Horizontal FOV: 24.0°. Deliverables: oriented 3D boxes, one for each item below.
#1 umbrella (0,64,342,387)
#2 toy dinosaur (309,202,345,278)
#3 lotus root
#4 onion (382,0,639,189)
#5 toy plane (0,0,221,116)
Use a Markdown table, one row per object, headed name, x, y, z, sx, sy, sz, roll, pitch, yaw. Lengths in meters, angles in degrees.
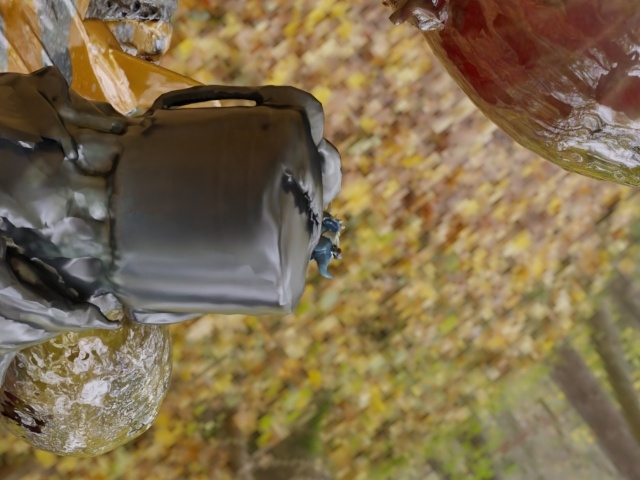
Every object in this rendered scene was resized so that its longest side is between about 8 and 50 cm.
| name | x | y | z | sx | sy | sz | roll | pitch | yaw |
| --- | --- | --- | --- | --- | --- | --- | --- | --- | --- |
| umbrella | -0.170 | 0.010 | 0.392 | 0.128 | 0.337 | 0.154 | -80 | 180 | -59 |
| toy dinosaur | 0.000 | 0.000 | 1.450 | 0.047 | 0.083 | 0.030 | -3 | 142 | 14 |
| lotus root | -0.189 | 0.065 | 1.084 | 0.141 | 0.169 | 0.314 | -39 | 162 | -19 |
| onion | 0.180 | -0.192 | 0.728 | 0.354 | 0.353 | 0.353 | -35 | 166 | -10 |
| toy plane | -0.169 | -0.135 | 0.732 | 0.316 | 0.103 | 0.204 | 52 | 48 | -45 |
